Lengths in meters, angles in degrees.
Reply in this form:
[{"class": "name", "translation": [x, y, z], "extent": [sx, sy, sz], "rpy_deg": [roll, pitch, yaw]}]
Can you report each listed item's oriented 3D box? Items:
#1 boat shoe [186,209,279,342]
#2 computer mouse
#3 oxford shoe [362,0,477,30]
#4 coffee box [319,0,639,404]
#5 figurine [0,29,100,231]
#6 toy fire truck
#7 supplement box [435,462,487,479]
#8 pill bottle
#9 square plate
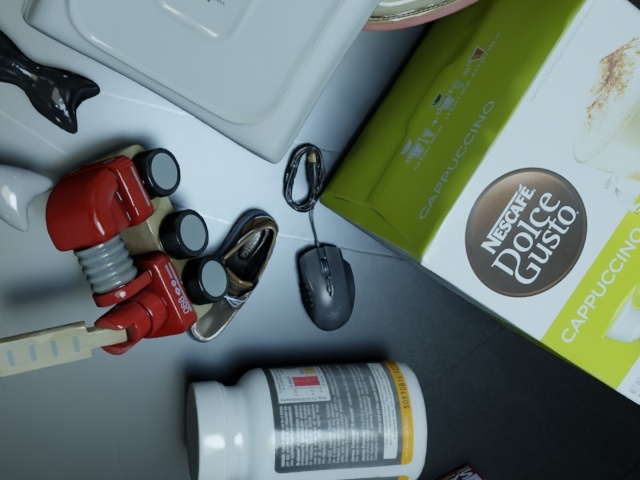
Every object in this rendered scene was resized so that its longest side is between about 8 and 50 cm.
[{"class": "boat shoe", "translation": [-0.111, 0.047, 1.437], "extent": [0.066, 0.066, 0.183], "rpy_deg": [26, 94, -17]}, {"class": "computer mouse", "translation": [0.000, 0.000, 1.468], "extent": [0.071, 0.041, 0.242], "rpy_deg": [-13, 103, -10]}, {"class": "oxford shoe", "translation": [0.034, -0.317, 1.316], "extent": [0.348, 0.123, 0.130], "rpy_deg": [-5, 132, 2]}, {"class": "coffee box", "translation": [0.260, -0.072, 1.351], "extent": [0.334, 0.338, 0.337], "rpy_deg": [32, 91, -22]}, {"class": "figurine", "translation": [-0.374, -0.137, 1.300], "extent": [0.209, 0.092, 0.215], "rpy_deg": [29, 70, -23]}, {"class": "toy fire truck", "translation": [-0.256, 0.037, 1.317], "extent": [0.158, 0.246, 0.217], "rpy_deg": [-11, 110, 35]}, {"class": "supplement box", "translation": [0.202, 0.439, 1.591], "extent": [0.130, 0.073, 0.239], "rpy_deg": [-26, 107, -8]}, {"class": "pill bottle", "translation": [-0.020, 0.233, 1.447], "extent": [0.278, 0.162, 0.162], "rpy_deg": [-1, 102, -14]}, {"class": "square plate", "translation": [-0.120, -0.284, 1.275], "extent": [0.347, 0.049, 0.344], "rpy_deg": [29, 122, -9]}]
